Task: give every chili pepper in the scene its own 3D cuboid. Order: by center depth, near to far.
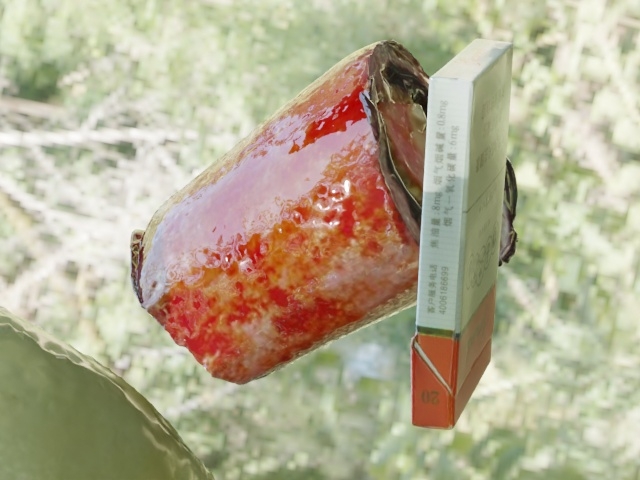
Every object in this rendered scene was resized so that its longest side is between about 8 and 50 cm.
[{"bbox_3d":[0.000,0.000,1.500,0.305,0.229,0.251,-38,35,23],"label":"chili pepper"}]

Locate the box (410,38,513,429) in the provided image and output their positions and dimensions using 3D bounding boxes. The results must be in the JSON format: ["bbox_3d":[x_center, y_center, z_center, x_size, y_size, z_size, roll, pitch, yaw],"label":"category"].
[{"bbox_3d":[0.098,-0.007,1.194,0.139,0.035,0.245,-47,-37,-65],"label":"box"}]

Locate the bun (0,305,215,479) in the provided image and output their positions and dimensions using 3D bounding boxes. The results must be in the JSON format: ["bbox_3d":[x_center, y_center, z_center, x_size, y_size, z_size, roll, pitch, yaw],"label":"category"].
[{"bbox_3d":[-0.239,0.143,0.901,0.202,0.364,0.364,-65,6,-24],"label":"bun"}]
